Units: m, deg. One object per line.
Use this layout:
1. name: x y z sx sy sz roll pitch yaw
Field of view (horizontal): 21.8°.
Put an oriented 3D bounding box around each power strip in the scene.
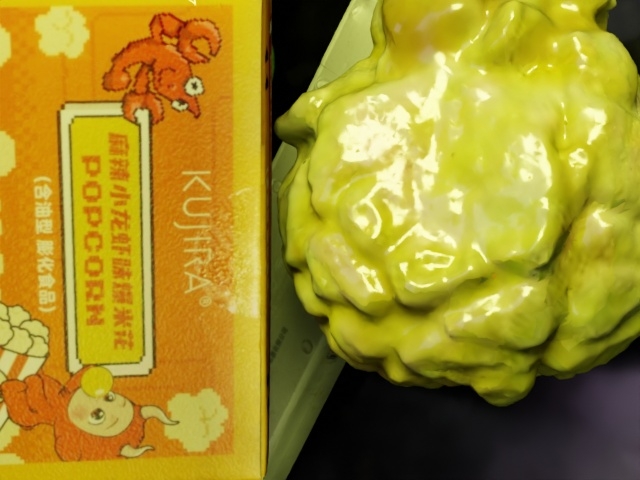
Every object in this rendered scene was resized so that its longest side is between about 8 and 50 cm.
1. power strip: 0.000 0.000 1.113 0.106 0.043 0.367 36 109 30

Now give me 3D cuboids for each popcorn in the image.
1. popcorn: 0.099 -0.031 0.946 0.259 0.212 0.259 -4 75 13

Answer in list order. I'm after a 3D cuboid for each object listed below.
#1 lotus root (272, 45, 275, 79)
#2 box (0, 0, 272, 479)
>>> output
1. lotus root: -0.149 -0.110 1.145 0.186 0.186 0.186 -1 88 35
2. box: -0.136 -0.036 0.963 0.259 0.213 0.284 -118 27 -70
